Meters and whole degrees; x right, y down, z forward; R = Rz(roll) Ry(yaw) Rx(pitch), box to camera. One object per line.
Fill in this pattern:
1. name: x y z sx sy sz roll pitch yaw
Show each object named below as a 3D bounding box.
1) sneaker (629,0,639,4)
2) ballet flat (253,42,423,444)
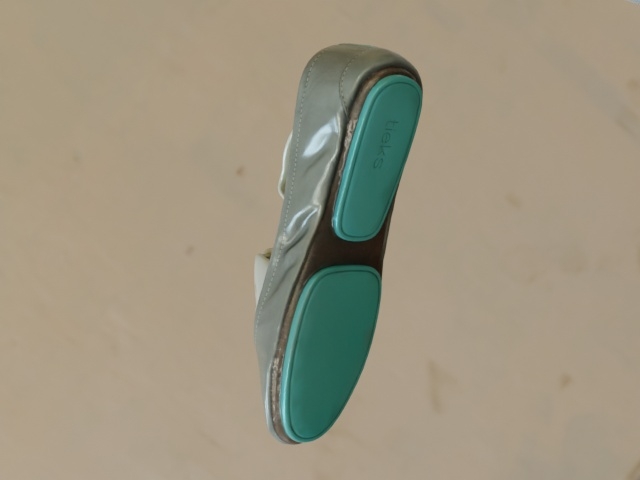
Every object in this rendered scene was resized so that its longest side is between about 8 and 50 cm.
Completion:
1. sneaker: 0.178 -0.204 0.824 0.104 0.296 0.147 -41 32 58
2. ballet flat: 0.000 0.000 0.858 0.068 0.072 0.213 24 103 43
